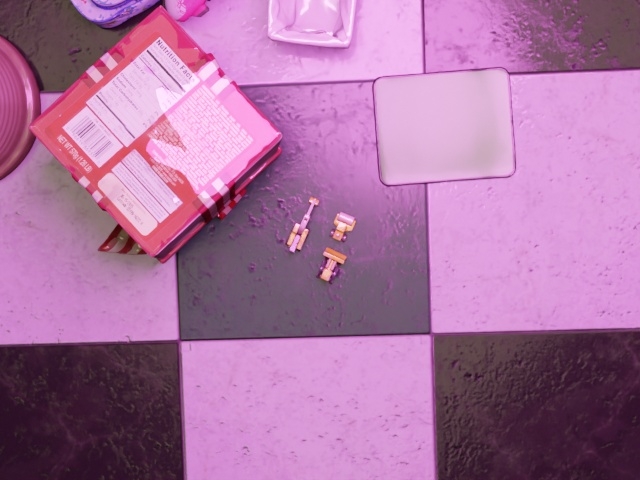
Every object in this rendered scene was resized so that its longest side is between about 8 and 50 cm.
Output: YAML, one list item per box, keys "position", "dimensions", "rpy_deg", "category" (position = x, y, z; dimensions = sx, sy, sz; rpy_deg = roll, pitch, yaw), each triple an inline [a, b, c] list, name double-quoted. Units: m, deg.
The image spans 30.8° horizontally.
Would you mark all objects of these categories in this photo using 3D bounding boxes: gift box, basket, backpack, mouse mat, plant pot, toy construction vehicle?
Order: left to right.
- position: [-0.510, -0.184, 1.581]
  dimensions: [0.237, 0.110, 0.237]
  rpy_deg: [0, 93, 3]
  category: "plant pot"
- position: [-0.284, -0.349, 1.570]
  dimensions: [0.114, 0.084, 0.105]
  rpy_deg: [-32, 89, 7]
  category: "backpack"
- position: [-0.223, -0.120, 1.491]
  dimensions: [0.276, 0.258, 0.255]
  rpy_deg: [-39, 91, -3]
  category: "gift box"
- position: [-0.005, -0.339, 1.545]
  dimensions: [0.113, 0.103, 0.167]
  rpy_deg: [7, 94, 3]
  category: "basket"
- position: [0.000, 0.000, 1.599]
  dimensions: [0.086, 0.035, 0.098]
  rpy_deg: [27, 94, 1]
  category: "toy construction vehicle"
- position: [0.169, -0.156, 1.595]
  dimensions: [0.190, 0.007, 0.152]
  rpy_deg: [-4, 93, 2]
  category: "mouse mat"

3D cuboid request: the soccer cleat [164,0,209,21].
- position: [-0.132, -0.437, 1.500]
  dimensions: [0.143, 0.116, 0.331]
  rpy_deg: [32, 118, -20]
  category: "soccer cleat"
